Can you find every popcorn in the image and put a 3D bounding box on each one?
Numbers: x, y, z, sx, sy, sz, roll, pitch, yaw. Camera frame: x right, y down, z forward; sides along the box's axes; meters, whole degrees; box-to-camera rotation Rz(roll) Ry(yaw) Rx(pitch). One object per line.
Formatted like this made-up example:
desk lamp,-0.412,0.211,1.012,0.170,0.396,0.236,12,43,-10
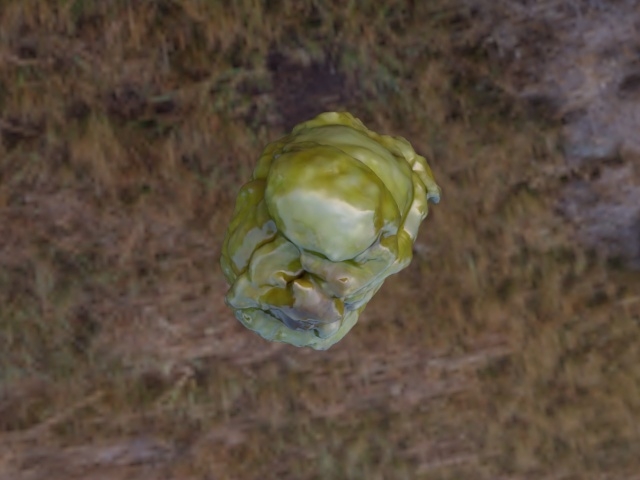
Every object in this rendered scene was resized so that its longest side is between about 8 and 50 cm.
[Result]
popcorn,0.000,0.000,1.343,0.225,0.173,0.286,-63,174,18
